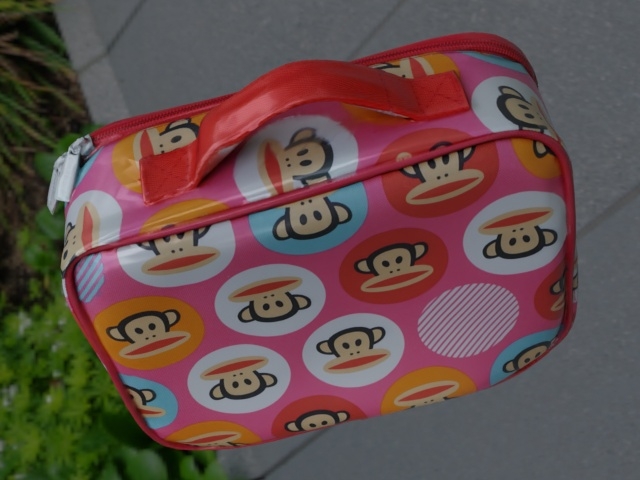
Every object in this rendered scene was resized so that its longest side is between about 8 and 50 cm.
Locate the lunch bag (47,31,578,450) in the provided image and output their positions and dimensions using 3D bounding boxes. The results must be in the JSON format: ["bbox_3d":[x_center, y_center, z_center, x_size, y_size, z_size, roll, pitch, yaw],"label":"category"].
[{"bbox_3d":[0.000,0.000,0.639,0.258,0.293,0.120,74,-177,-50],"label":"lunch bag"}]
